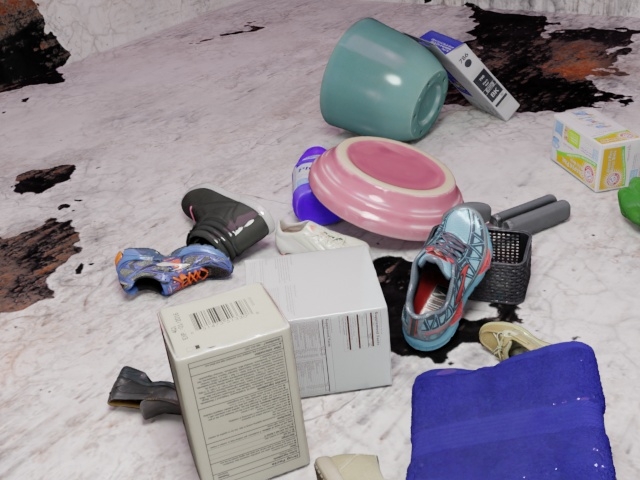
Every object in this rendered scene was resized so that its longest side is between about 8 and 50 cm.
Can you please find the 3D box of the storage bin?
[{"bbox_3d":[0.277,0.040,1.408,0.180,0.084,0.122,5,31,20],"label":"storage bin"}]

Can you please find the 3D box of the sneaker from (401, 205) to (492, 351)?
[{"bbox_3d":[0.205,0.044,1.272,0.104,0.125,0.261,13,65,23],"label":"sneaker"}]

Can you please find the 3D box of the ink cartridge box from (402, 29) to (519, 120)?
[{"bbox_3d":[0.366,-0.445,2.056,0.065,0.333,0.165,-51,36,5],"label":"ink cartridge box"}]

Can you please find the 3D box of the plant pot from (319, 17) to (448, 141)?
[{"bbox_3d":[0.176,-0.382,2.001,0.235,0.292,0.293,28,42,24],"label":"plant pot"}]

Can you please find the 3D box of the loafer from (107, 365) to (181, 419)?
[{"bbox_3d":[-0.243,0.242,1.182,0.170,0.062,0.061,10,55,33],"label":"loafer"}]

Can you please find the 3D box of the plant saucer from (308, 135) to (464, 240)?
[{"bbox_3d":[0.144,-0.121,1.622,0.332,0.084,0.332,11,31,-7],"label":"plant saucer"}]

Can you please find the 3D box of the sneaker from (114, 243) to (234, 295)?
[{"bbox_3d":[-0.273,0.065,1.489,0.221,0.083,0.087,-4,53,-5],"label":"sneaker"}]

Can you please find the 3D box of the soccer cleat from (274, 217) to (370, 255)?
[{"bbox_3d":[0.000,0.000,1.539,0.196,0.076,0.068,7,32,22],"label":"soccer cleat"}]

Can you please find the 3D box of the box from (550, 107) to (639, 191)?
[{"bbox_3d":[0.604,-0.202,1.748,0.103,0.114,0.203,-10,30,-11],"label":"box"}]

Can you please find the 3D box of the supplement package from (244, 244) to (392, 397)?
[{"bbox_3d":[-0.008,0.125,1.239,0.203,0.149,0.194,-7,29,-3],"label":"supplement package"}]

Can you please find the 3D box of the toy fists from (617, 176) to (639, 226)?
[{"bbox_3d":[0.714,-0.071,1.519,0.279,0.096,0.142,-4,39,0],"label":"toy fists"}]

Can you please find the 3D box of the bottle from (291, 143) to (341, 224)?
[{"bbox_3d":[-0.005,-0.134,1.763,0.118,0.092,0.282,-1,29,-1],"label":"bottle"}]

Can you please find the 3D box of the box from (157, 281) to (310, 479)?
[{"bbox_3d":[-0.113,0.195,1.048,0.149,0.232,0.127,-15,30,-16],"label":"box"}]

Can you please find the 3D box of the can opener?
[{"bbox_3d":[0.366,-0.042,1.543,0.281,0.093,0.074,-15,29,-24],"label":"can opener"}]

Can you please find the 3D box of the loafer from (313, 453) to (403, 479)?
[{"bbox_3d":[0.077,0.327,0.911,0.092,0.101,0.268,-21,31,-15],"label":"loafer"}]

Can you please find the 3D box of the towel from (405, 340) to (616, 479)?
[{"bbox_3d":[0.205,0.245,0.866,0.228,0.076,0.308,-16,26,20],"label":"towel"}]

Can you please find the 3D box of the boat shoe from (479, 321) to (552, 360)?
[{"bbox_3d":[0.303,0.170,1.202,0.153,0.056,0.048,26,37,33],"label":"boat shoe"}]

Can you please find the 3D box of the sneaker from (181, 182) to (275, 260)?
[{"bbox_3d":[-0.236,-0.031,1.616,0.147,0.104,0.296,-39,34,-28],"label":"sneaker"}]
